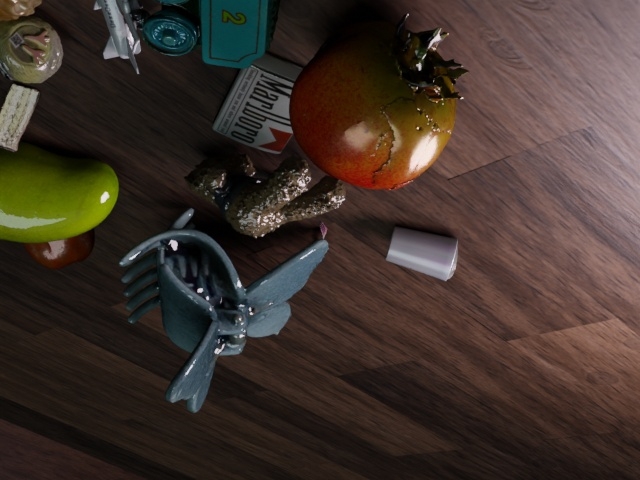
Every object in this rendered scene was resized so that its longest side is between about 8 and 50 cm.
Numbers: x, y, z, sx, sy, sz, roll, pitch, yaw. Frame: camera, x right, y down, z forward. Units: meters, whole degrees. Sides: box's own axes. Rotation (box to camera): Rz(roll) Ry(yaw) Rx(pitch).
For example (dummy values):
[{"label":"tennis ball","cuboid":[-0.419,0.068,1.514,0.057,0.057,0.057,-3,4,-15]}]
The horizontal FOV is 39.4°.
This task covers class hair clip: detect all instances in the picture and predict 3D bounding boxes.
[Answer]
[{"label":"hair clip","cuboid":[-0.212,0.114,1.629,0.238,0.392,0.318,39,155,13]}]

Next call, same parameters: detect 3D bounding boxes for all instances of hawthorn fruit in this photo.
[{"label":"hawthorn fruit","cuboid":[-0.480,-0.020,1.646,0.133,0.132,0.138,12,135,2]}]

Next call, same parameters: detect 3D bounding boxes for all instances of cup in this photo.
[{"label":"cup","cuboid":[0.174,0.021,1.529,0.116,0.074,0.104,15,179,4]}]

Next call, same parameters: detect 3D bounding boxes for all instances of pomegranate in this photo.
[{"label":"pomegranate","cuboid":[0.072,-0.170,1.097,0.210,0.210,0.235,25,148,-20]}]

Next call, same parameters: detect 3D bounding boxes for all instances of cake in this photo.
[{"label":"cake","cuboid":[-0.485,-0.209,1.426,0.052,0.065,0.121,24,126,-18]}]

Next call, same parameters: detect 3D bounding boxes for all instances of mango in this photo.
[{"label":"mango","cuboid":[-0.492,-0.082,1.522,0.293,0.175,0.143,3,-170,-5]}]

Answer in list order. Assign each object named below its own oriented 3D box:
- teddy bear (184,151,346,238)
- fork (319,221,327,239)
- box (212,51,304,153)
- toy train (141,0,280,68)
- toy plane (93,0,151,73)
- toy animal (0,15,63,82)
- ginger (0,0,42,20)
[{"label":"teddy bear","cuboid":[-0.101,-0.070,1.379,0.251,0.129,0.182,12,168,38]},{"label":"fork","cuboid":[0.001,0.000,1.604,0.012,0.016,0.115,32,153,13]},{"label":"box","cuboid":[-0.078,-0.196,1.281,0.115,0.035,0.177,19,149,-13]},{"label":"toy train","cuboid":[-0.127,-0.298,1.053,0.163,0.112,0.203,8,152,-2]},{"label":"toy plane","cuboid":[-0.252,-0.301,1.115,0.066,0.162,0.171,-13,127,-26]},{"label":"toy animal","cuboid":[-0.426,-0.269,1.229,0.137,0.098,0.098,17,153,-35]},{"label":"ginger","cuboid":[-0.464,-0.358,1.070,0.276,0.130,0.221,36,152,-25]}]
